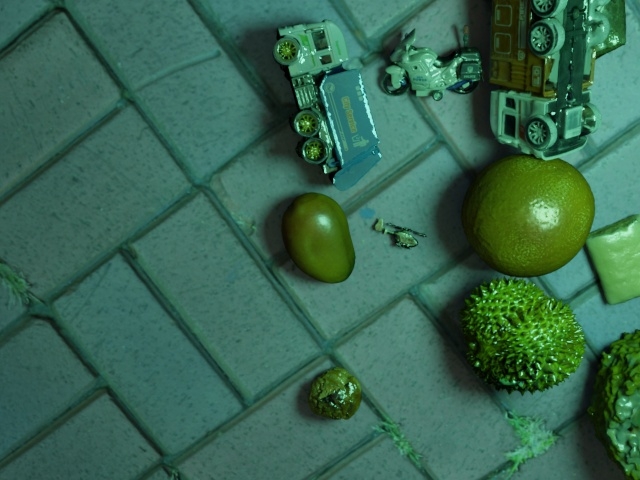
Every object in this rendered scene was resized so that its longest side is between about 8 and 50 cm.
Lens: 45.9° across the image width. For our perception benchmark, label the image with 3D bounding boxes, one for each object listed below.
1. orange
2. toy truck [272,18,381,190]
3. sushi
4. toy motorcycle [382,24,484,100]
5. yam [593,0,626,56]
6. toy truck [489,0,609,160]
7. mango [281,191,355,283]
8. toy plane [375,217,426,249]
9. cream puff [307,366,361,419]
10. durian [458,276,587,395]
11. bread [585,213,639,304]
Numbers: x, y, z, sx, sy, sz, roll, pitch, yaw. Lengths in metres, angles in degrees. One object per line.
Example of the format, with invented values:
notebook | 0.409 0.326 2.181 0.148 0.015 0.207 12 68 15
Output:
orange | 0.440 -0.056 1.609 0.274 0.274 0.274 0 101 2
toy truck | 0.010 -0.292 1.639 0.175 0.146 0.367 -17 103 -2
sushi | 0.810 0.375 1.691 0.397 0.240 0.351 -11 99 1
toy motorcycle | 0.245 -0.384 1.639 0.221 0.102 0.150 0 122 5
yam | 0.556 -0.495 1.579 0.154 0.154 0.254 -12 98 4
toy truck | 0.445 -0.372 1.532 0.173 0.207 0.387 -17 116 -31
mango | -0.006 0.000 1.707 0.152 0.120 0.221 -13 108 3
toy plane | 0.182 -0.012 1.743 0.121 0.031 0.049 18 96 -4
cream puff | 0.032 0.368 1.789 0.133 0.104 0.119 -18 107 6
durian | 0.435 0.220 1.666 0.291 0.291 0.224 28 65 -3
bread | 0.692 0.047 1.721 0.140 0.060 0.178 -24 99 7
